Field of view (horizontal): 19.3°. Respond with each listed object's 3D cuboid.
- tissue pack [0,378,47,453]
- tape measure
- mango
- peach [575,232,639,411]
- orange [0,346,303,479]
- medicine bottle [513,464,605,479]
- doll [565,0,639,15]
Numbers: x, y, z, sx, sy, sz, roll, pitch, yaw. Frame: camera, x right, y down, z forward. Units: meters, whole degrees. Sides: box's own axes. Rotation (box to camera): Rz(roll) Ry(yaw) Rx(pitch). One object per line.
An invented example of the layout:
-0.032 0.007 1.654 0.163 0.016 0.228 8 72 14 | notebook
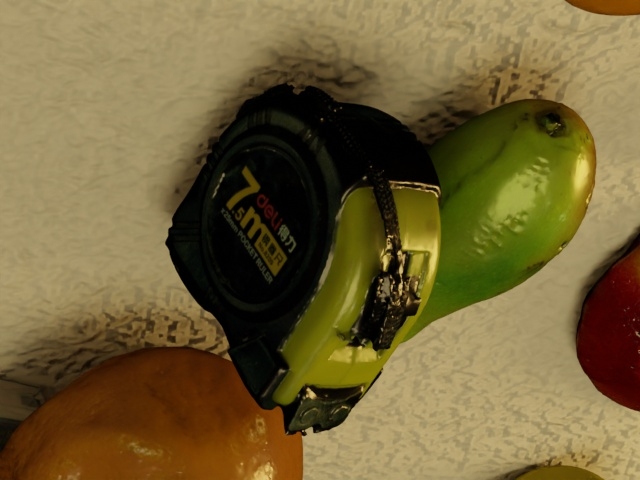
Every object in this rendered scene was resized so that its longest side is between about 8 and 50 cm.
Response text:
-0.285 0.163 1.402 0.112 0.051 0.156 14 129 -35 | tissue pack
0.000 0.000 1.222 0.112 0.199 0.186 -1 134 -43 | tape measure
0.102 -0.010 1.302 0.125 0.111 0.233 20 127 -28 | mango
0.301 0.085 1.496 0.189 0.068 0.279 -18 138 5 | peach
-0.112 0.197 1.380 0.249 0.183 0.249 -29 155 -15 | orange
0.219 0.301 1.652 0.121 0.122 0.212 -18 137 1 | medicine bottle
0.184 -0.208 1.028 0.213 0.236 0.213 -13 135 -13 | doll
